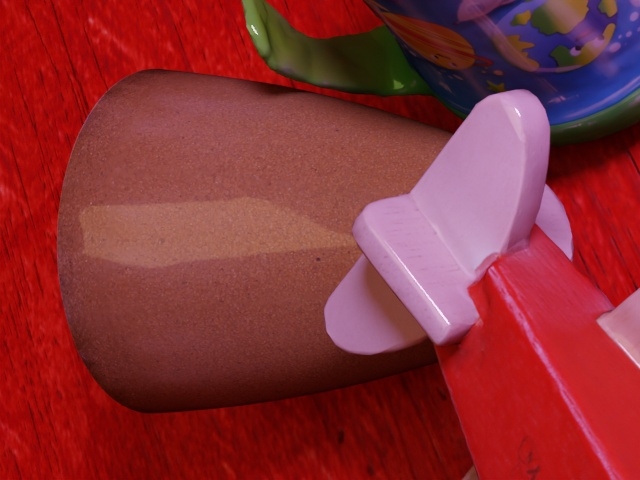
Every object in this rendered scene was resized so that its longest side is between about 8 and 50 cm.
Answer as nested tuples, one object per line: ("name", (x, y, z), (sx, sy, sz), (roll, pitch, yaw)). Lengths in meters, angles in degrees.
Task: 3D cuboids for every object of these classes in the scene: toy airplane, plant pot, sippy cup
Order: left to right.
("plant pot", (0.000, 0.000, 1.033), (0.254, 0.237, 0.237), (0, 83, 28))
("sippy cup", (0.103, -0.197, 0.927), (0.240, 0.224, 0.305), (36, 96, 37))
("toy airplane", (0.168, 0.109, 0.798), (0.386, 0.272, 0.384), (8, 92, 59))
